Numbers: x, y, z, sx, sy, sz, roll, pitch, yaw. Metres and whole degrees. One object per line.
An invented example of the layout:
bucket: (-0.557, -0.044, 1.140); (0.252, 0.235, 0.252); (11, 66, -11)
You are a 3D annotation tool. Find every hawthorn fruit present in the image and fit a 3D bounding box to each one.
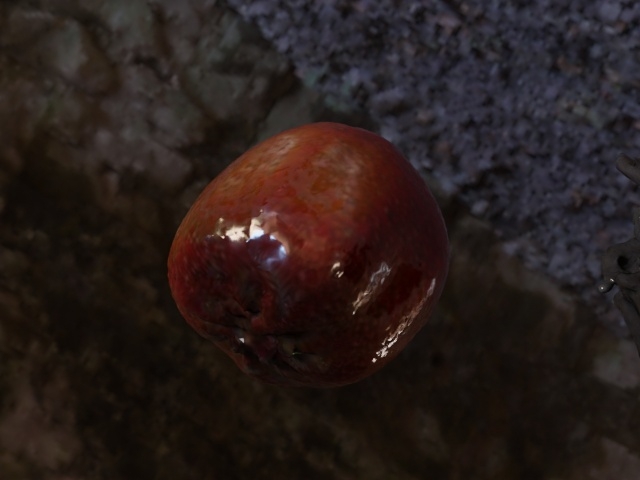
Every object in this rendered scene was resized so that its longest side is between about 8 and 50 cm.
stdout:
hawthorn fruit: (0.000, 0.000, 0.804); (0.169, 0.188, 0.169); (18, 139, 17)

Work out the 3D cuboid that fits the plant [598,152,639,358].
plant: (0.214, 0.022, 0.621); (0.131, 0.142, 0.203); (-124, 22, -54)
